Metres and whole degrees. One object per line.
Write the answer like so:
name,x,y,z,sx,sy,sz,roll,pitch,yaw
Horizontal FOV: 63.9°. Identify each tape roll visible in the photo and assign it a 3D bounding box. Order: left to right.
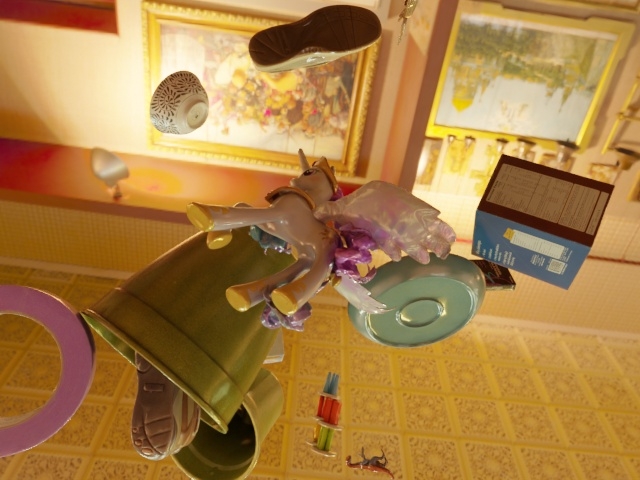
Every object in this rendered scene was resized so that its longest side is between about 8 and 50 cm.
tape roll,-0.530,0.213,0.866,0.275,0.275,0.090,-4,175,-20

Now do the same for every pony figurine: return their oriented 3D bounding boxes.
pony figurine,0.000,0.000,0.884,0.351,0.303,0.363,44,-137,10

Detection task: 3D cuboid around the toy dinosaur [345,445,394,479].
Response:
toy dinosaur,0.096,0.459,1.057,0.082,0.047,0.090,-23,-146,-2

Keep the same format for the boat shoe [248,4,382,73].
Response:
boat shoe,-0.013,-0.447,1.162,0.302,0.109,0.098,-17,-179,-3

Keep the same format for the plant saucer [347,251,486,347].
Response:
plant saucer,0.220,0.151,1.150,0.318,0.317,0.043,3,-137,-10

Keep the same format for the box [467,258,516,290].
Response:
box,0.485,0.102,1.529,0.162,0.029,0.116,0,-141,-6

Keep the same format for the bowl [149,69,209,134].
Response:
bowl,-0.332,-0.327,1.278,0.080,0.170,0.170,34,-141,21

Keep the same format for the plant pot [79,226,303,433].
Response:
plant pot,-0.229,0.139,1.077,0.366,0.366,0.353,26,-119,25

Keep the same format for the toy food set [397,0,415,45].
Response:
toy food set,0.182,-0.502,1.018,0.038,0.192,0.132,23,-176,3

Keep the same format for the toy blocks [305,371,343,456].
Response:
toy blocks,0.017,0.343,1.032,0.054,0.148,0.123,16,167,-7

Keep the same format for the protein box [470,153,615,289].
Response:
protein box,0.415,-0.032,0.991,0.201,0.200,0.136,23,-109,23

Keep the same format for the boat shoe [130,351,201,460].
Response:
boat shoe,-0.275,0.238,0.977,0.123,0.324,0.116,1,167,26

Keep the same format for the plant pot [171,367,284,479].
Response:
plant pot,-0.226,0.451,1.351,0.276,0.276,0.254,21,-168,18

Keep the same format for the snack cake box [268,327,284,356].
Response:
snack cake box,-0.156,0.269,1.478,0.089,0.264,0.152,-5,-107,-7
